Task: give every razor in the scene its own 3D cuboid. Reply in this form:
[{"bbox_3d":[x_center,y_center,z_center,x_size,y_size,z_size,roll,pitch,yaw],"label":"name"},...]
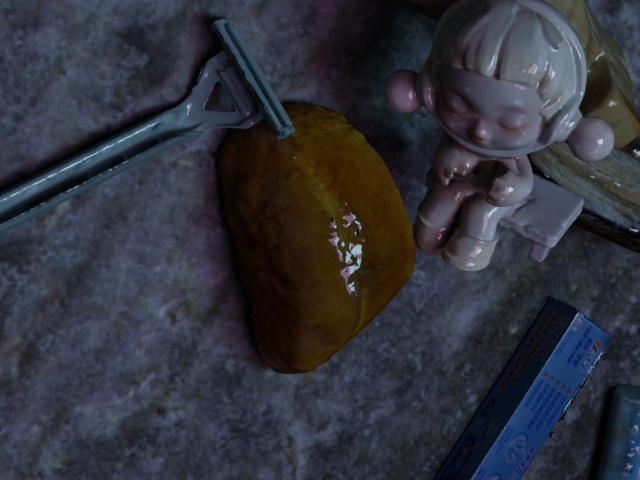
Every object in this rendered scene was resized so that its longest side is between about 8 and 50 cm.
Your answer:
[{"bbox_3d":[-0.164,-0.072,1.593,0.278,0.056,0.111,-29,87,-16],"label":"razor"}]

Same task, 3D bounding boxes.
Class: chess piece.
[{"bbox_3d":[0.199,-0.197,1.766,0.301,0.137,0.137,34,87,-43],"label":"chess piece"}]

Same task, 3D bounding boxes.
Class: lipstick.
[{"bbox_3d":[0.320,0.233,2.077,0.048,0.048,0.158,-4,110,-35],"label":"lipstick"}]

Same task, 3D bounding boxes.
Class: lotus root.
[{"bbox_3d":[0.263,-0.058,1.878,0.078,0.167,0.329,-31,141,33],"label":"lotus root"}]

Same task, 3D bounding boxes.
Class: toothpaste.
[{"bbox_3d":[0.188,0.189,1.960,0.066,0.053,0.272,35,87,-36],"label":"toothpaste"}]

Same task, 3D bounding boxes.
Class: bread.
[{"bbox_3d":[0.006,0.007,1.694,0.129,0.134,0.260,-25,122,-27],"label":"bread"}]

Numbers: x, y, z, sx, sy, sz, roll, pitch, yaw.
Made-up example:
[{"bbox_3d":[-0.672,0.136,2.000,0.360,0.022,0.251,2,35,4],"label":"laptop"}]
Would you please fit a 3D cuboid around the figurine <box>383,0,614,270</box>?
[{"bbox_3d":[0.158,-0.106,1.636,0.144,0.182,0.257,-25,141,-32],"label":"figurine"}]
